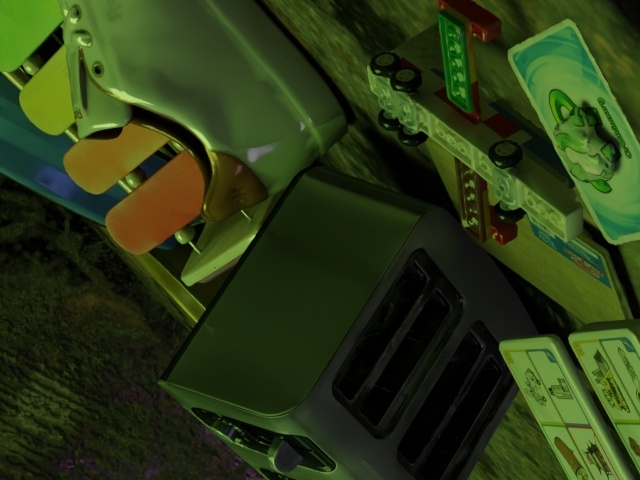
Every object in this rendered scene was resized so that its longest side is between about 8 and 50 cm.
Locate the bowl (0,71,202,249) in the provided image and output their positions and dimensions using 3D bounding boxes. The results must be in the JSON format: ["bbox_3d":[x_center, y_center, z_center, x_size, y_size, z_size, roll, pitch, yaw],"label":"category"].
[{"bbox_3d":[-0.274,-0.109,1.399,0.391,0.077,0.391,29,-179,0],"label":"bowl"}]

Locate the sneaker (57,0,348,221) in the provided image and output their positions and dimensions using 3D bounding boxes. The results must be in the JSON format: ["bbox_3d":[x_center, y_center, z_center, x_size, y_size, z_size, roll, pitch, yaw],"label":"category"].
[{"bbox_3d":[-0.120,-0.134,0.889,0.290,0.123,0.106,48,172,-1],"label":"sneaker"}]

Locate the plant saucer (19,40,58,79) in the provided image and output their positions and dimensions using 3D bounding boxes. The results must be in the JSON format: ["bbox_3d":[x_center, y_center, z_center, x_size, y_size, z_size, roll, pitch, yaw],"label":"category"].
[{"bbox_3d":[-0.315,-0.180,1.750,0.310,0.050,0.310,44,169,11],"label":"plant saucer"}]

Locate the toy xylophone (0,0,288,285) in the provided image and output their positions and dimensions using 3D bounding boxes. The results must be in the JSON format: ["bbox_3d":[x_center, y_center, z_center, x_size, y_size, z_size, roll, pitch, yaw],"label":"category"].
[{"bbox_3d":[-0.154,-0.106,1.057,0.322,0.081,0.236,43,144,-2],"label":"toy xylophone"}]

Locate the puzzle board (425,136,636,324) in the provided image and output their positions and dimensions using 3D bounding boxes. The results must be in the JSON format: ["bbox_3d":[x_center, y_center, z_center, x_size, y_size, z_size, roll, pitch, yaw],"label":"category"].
[{"bbox_3d":[0.107,0.000,0.777,0.128,0.011,0.096,38,166,39],"label":"puzzle board"}]

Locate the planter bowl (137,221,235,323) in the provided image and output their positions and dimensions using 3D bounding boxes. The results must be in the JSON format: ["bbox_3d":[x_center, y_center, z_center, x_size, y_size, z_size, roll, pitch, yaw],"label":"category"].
[{"bbox_3d":[-0.086,0.046,1.548,0.217,0.090,0.217,46,170,10],"label":"planter bowl"}]

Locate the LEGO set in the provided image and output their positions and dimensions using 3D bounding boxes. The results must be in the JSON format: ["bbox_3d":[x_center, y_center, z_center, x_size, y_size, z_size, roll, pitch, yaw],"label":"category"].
[{"bbox_3d":[0.096,-0.016,0.581,0.244,0.060,0.182,61,161,-4],"label":"LEGO set"}]

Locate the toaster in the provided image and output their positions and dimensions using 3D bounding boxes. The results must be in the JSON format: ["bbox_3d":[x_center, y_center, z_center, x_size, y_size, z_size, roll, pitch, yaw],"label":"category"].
[{"bbox_3d":[0.025,0.062,0.899,0.110,0.186,0.168,19,158,41],"label":"toaster"}]
